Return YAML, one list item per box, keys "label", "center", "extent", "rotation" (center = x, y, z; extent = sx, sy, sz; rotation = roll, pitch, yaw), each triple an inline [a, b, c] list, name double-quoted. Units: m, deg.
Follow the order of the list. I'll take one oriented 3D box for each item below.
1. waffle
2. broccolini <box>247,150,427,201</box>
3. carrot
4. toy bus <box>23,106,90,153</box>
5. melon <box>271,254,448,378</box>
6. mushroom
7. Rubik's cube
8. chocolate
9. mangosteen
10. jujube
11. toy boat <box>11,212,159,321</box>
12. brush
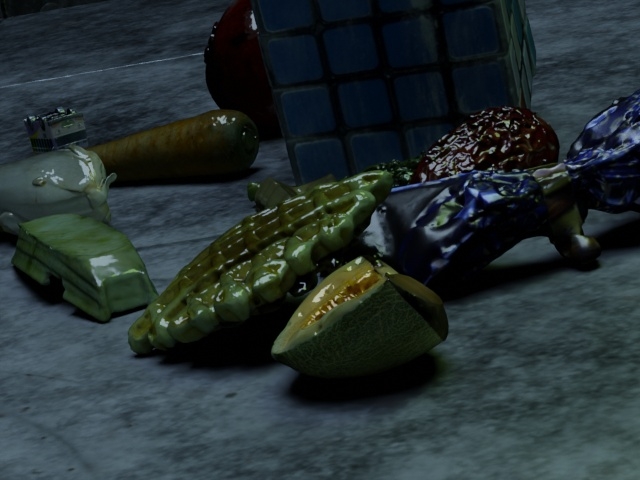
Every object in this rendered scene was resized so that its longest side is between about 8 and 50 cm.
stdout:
- label: "waffle"
  center: [-0.051, 0.018, 1.651]
  extent: [0.208, 0.054, 0.214]
  rotation: [-15, 22, 45]
- label: "broccolini"
  center: [0.025, -0.057, 2.009]
  extent: [0.239, 0.054, 0.051]
  rotation: [-2, 31, 37]
- label: "carrot"
  center: [-0.207, -0.096, 2.275]
  extent: [0.298, 0.078, 0.078]
  rotation: [-8, 15, 26]
- label: "toy bus"
  center: [-0.330, -0.134, 2.503]
  extent: [0.052, 0.058, 0.102]
  rotation: [-19, 12, -24]
- label: "melon"
  center: [0.029, 0.070, 1.506]
  extent: [0.128, 0.079, 0.160]
  rotation: [-33, 9, -1]
- label: "mushroom"
  center: [-0.318, -0.049, 2.128]
  extent: [0.278, 0.099, 0.096]
  rotation: [-2, 12, 41]
- label: "Rubik's cube"
  center: [0.081, -0.230, 2.113]
  extent: [0.256, 0.259, 0.253]
  rotation: [-9, 27, 12]
- label: "chocolate"
  center: [0.179, -0.032, 1.689]
  extent: [0.343, 0.126, 0.148]
  rotation: [-19, 57, -15]
- label: "mangosteen"
  center: [-0.042, -0.213, 2.414]
  extent: [0.200, 0.200, 0.200]
  rotation: [-10, 15, 3]
- label: "jujube"
  center: [0.156, -0.072, 1.877]
  extent: [0.104, 0.104, 0.166]
  rotation: [5, 27, 45]
- label: "toy boat"
  center: [-0.235, 0.017, 1.898]
  extent: [0.093, 0.055, 0.293]
  rotation: [-15, 16, -23]
- label: "brush"
  center: [0.000, 0.000, 1.791]
  extent: [0.084, 0.071, 0.301]
  rotation: [-9, 20, -7]
